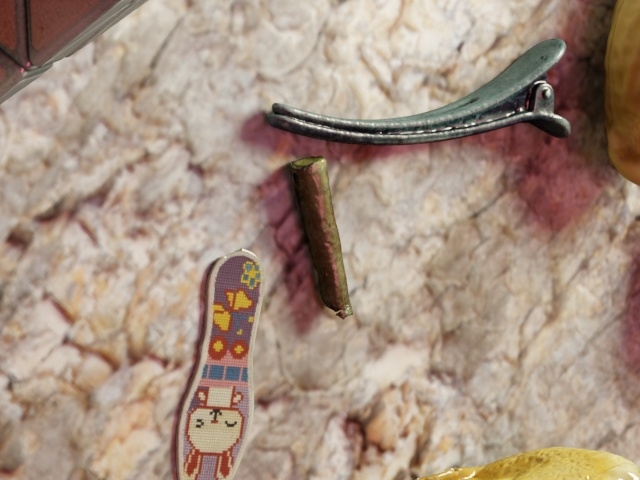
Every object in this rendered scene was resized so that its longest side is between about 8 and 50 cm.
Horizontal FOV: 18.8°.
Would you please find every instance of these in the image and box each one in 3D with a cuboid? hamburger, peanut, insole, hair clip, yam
[{"bbox_3d":[0.156,0.232,1.525,0.214,0.214,0.108,-11,101,-32],"label":"hamburger"},{"bbox_3d":[0.321,-0.186,1.615,0.147,0.147,0.305,35,81,-32],"label":"peanut"},{"bbox_3d":[-0.073,0.103,1.469,0.065,0.004,0.197,9,92,-34],"label":"insole"},{"bbox_3d":[0.083,-0.100,1.522,0.275,0.048,0.083,-13,107,-31],"label":"hair clip"},{"bbox_3d":[0.000,0.000,1.490,0.033,0.027,0.129,-24,111,-40],"label":"yam"}]

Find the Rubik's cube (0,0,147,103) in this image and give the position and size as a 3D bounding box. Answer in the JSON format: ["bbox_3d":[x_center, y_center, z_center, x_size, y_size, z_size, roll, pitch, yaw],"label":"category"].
[{"bbox_3d":[-0.154,-0.225,1.287,0.228,0.233,0.228,0,54,2],"label":"Rubik's cube"}]
